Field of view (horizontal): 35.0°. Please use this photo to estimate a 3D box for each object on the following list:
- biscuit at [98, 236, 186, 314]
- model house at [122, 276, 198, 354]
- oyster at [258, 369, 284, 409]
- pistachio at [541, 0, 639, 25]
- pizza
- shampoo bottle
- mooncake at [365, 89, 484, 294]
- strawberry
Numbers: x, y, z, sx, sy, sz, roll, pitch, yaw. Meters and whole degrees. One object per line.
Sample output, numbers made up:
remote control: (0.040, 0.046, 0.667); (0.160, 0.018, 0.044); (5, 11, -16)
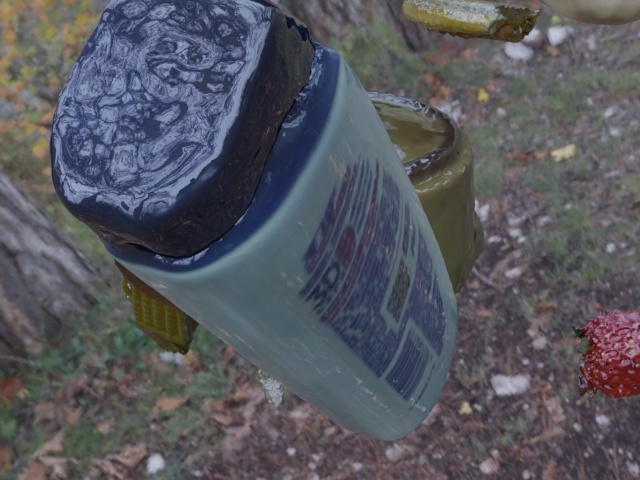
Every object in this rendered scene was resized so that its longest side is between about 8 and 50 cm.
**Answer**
biscuit: (-0.183, 0.046, 1.447); (0.273, 0.257, 0.049); (12, 61, 26)
model house: (-0.260, 0.096, 1.853); (0.174, 0.268, 0.239); (-12, 41, -17)
oyster: (-0.080, 0.237, 1.685); (0.081, 0.038, 0.083); (-30, 61, 56)
pistachio: (0.336, -0.372, 1.254); (0.188, 0.187, 0.299); (-30, 39, 5)
pizza: (0.218, -0.316, 1.451); (0.197, 0.058, 0.292); (2, 16, -19)
shampoo bottle: (0.000, 0.000, 0.489); (0.078, 0.359, 0.134); (16, 74, 23)
mooncake: (0.020, -0.056, 1.402); (0.394, 0.246, 0.393); (14, 37, 36)
strawberry: (0.499, 0.170, 1.515); (0.228, 0.174, 0.098); (-12, 53, 4)
